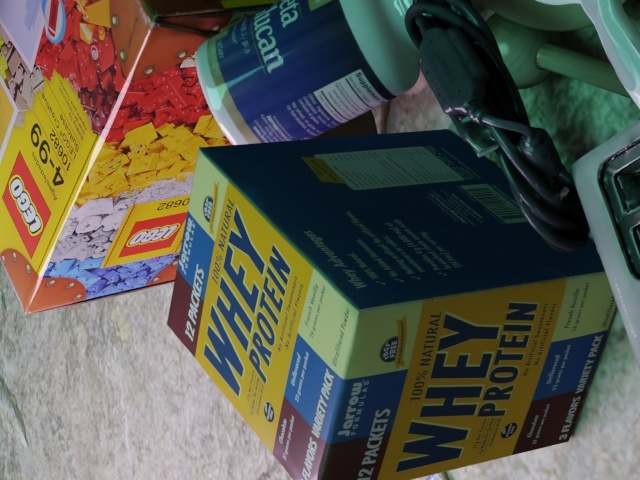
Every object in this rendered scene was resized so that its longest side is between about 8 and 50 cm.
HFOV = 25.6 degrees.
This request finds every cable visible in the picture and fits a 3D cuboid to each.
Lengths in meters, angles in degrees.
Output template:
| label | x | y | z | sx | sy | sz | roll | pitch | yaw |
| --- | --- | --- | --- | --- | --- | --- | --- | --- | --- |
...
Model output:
| label | x | y | z | sx | sy | sz | roll | pitch | yaw |
| --- | --- | --- | --- | --- | --- | --- | --- | --- | --- |
| cable | 0.104 | -0.075 | 0.806 | 0.047 | 0.150 | 0.184 | -36 | 40 | 11 |

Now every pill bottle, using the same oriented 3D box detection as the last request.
| label | x | y | z | sx | sy | sz | roll | pitch | yaw |
| --- | --- | --- | --- | --- | --- | --- | --- | --- | --- |
| pill bottle | 0.009 | -0.129 | 0.958 | 0.169 | 0.094 | 0.094 | -25 | 70 | 16 |

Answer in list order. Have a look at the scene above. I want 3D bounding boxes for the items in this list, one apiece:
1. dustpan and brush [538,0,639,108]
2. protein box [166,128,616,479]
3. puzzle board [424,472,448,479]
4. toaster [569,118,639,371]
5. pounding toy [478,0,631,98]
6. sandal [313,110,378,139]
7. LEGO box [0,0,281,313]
| label | x | y | z | sx | sy | sz | roll | pitch | yaw |
| --- | --- | --- | --- | --- | --- | --- | --- | --- | --- |
| dustpan and brush | 0.126 | -0.150 | 0.685 | 0.211 | 0.060 | 0.147 | 56 | 152 | 8 |
| protein box | 0.041 | 0.036 | 0.897 | 0.200 | 0.201 | 0.136 | 44 | 131 | 45 |
| puzzle board | 0.080 | 0.242 | 1.054 | 0.096 | 0.011 | 0.128 | 63 | 143 | 28 |
| toaster | 0.226 | 0.007 | 0.689 | 0.185 | 0.110 | 0.168 | -36 | 67 | 54 |
| pounding toy | 0.148 | -0.202 | 0.805 | 0.183 | 0.110 | 0.237 | 15 | 136 | 48 |
| sandal | -0.005 | 0.001 | 1.071 | 0.079 | 0.088 | 0.240 | 8 | 107 | 51 |
| LEGO box | -0.221 | -0.255 | 1.223 | 0.500 | 0.193 | 0.372 | 60 | 141 | 24 |
